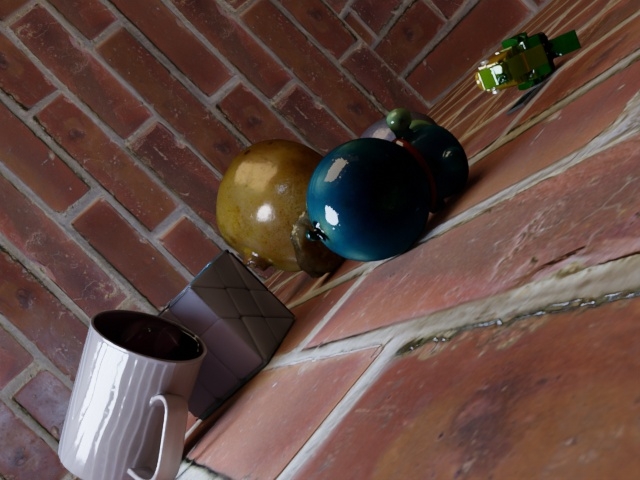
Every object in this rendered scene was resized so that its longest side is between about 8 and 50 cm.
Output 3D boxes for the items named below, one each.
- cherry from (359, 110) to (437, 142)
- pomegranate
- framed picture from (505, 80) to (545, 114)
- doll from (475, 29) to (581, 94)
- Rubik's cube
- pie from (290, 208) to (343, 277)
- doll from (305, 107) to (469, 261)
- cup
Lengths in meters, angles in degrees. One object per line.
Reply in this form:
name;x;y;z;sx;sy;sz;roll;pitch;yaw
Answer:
cherry;0.172;-0.190;1.619;0.266;0.183;0.213;-51;10;-31
pomegranate;-0.109;-0.082;2.076;0.416;0.416;0.416;-45;4;4
framed picture;0.404;-0.280;1.425;0.066;0.006;0.089;-46;3;-7
doll;0.394;-0.349;1.422;0.186;0.106;0.134;-27;13;-14
Rubik's cube;-0.225;0.194;1.517;0.224;0.221;0.231;-43;4;22
pie;0.000;0.000;1.722;0.079;0.163;0.193;-16;29;40
doll;0.108;-0.087;1.168;0.322;0.198;0.186;-37;14;-17
cup;-0.317;0.292;1.298;0.208;0.288;0.273;-2;-67;-66
